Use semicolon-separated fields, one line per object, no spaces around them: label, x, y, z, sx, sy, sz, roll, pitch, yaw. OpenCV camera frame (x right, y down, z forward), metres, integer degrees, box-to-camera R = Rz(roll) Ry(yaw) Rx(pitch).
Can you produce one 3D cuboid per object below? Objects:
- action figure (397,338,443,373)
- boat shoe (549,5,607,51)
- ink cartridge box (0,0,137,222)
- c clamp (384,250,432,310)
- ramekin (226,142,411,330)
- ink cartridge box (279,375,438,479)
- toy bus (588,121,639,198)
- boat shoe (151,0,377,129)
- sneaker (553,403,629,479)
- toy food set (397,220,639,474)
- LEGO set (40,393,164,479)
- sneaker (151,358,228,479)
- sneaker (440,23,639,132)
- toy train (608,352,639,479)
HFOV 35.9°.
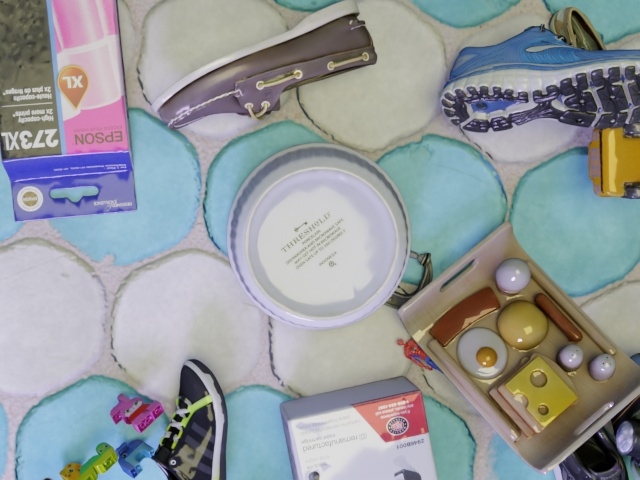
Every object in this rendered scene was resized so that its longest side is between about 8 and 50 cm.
action figure;0.166;0.175;1.474;0.115;0.030;0.038;26;93;-6
boat shoe;0.404;-0.259;1.458;0.068;0.072;0.190;-37;97;-4
ink cartridge box;-0.359;-0.215;1.365;0.175;0.069;0.371;-6;96;-7
c clamp;0.100;0.027;1.458;0.160;0.022;0.137;27;89;-8
ramekin;0.000;0.000;1.378;0.273;0.127;0.273;0;95;-2
ink cartridge box;0.065;0.356;1.426;0.197;0.114;0.273;-11;96;-7
toy bus;0.555;-0.123;1.457;0.332;0.130;0.108;-3;95;-8
boat shoe;-0.074;-0.226;1.376;0.324;0.116;0.097;-27;93;-11
sneaker;0.410;0.358;1.467;0.107;0.124;0.283;-31;97;-5
toy food set;0.292;0.147;1.403;0.220;0.092;0.306;-39;72;-10
LEGO set;-0.322;0.314;1.385;0.227;0.093;0.087;-43;136;-29
sneaker;-0.188;0.287;1.388;0.097;0.084;0.235;-6;94;-32
sneaker;0.337;-0.245;1.382;0.330;0.130;0.147;1;58;16
toy train;0.584;0.280;1.461;0.334;0.190;0.142;11;136;-12
